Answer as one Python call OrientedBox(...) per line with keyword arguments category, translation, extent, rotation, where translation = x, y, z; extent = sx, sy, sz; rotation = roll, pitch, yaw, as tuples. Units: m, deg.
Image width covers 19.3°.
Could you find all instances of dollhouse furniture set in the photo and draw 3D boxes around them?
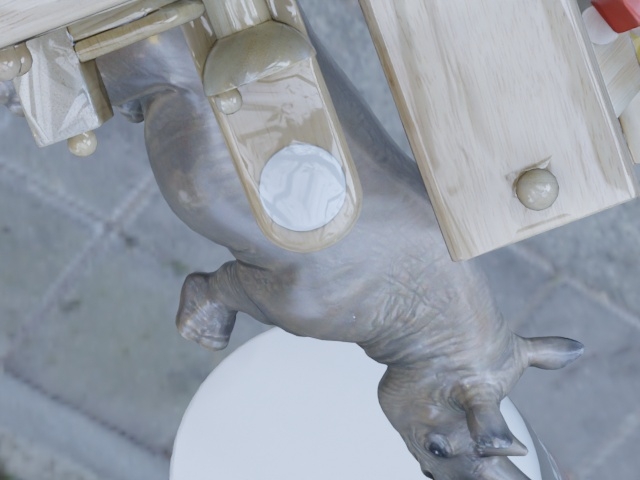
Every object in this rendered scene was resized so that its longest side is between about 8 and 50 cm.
OrientedBox(category="dollhouse furniture set", translation=(0.005, -0.036, 0.456), extent=(0.144, 0.151, 0.123), rotation=(-20, 98, 1))

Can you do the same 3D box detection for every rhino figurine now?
OrientedBox(category="rhino figurine", translation=(0.000, 0.000, 0.620), extent=(0.243, 0.073, 0.106), rotation=(49, 139, -5))

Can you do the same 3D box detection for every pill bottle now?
OrientedBox(category="pill bottle", translation=(0.043, 0.172, 1.159), extent=(0.210, 0.210, 0.363), rotation=(-23, 160, 7))

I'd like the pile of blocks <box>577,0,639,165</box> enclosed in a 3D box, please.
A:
OrientedBox(category="pile of blocks", translation=(0.186, -0.159, 0.814), extent=(0.149, 0.112, 0.362), rotation=(25, 128, 16))
